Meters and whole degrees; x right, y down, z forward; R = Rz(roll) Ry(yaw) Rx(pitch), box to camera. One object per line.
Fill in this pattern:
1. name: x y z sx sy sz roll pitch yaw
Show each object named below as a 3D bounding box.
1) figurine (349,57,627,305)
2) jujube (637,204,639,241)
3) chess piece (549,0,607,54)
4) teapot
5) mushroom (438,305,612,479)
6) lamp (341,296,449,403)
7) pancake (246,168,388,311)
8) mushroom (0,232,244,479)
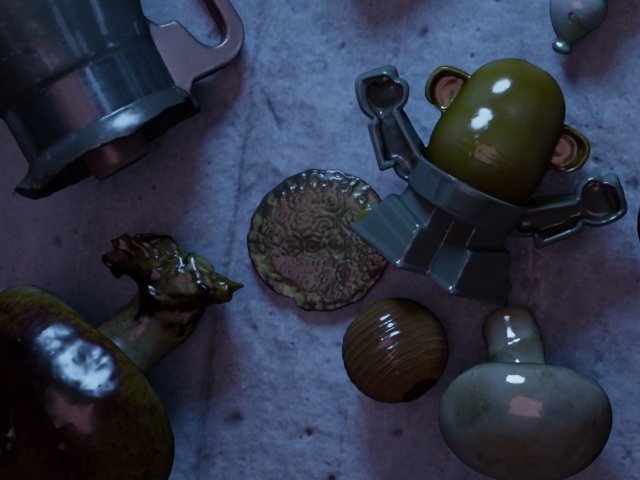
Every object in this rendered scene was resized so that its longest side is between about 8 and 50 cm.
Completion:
1. figurine: 0.192 -0.084 1.440 0.342 0.167 0.285 19 106 -17
2. jujube: 0.448 -0.017 1.341 0.174 0.250 0.174 2 98 11
3. chess piece: 0.339 -0.351 1.423 0.139 0.139 0.272 23 110 11
4. teapot: -0.305 -0.268 1.514 0.376 0.305 0.362 -30 96 -15
5. mushroom: 0.247 0.203 1.456 0.206 0.209 0.206 0 120 0
6. lamp: 0.093 0.137 1.496 0.136 0.136 0.136 1 94 14
7. pancake: 0.000 0.000 1.567 0.199 0.021 0.199 1 94 13
8. mushroom: -0.315 0.182 1.574 0.331 0.356 0.334 20 135 10
